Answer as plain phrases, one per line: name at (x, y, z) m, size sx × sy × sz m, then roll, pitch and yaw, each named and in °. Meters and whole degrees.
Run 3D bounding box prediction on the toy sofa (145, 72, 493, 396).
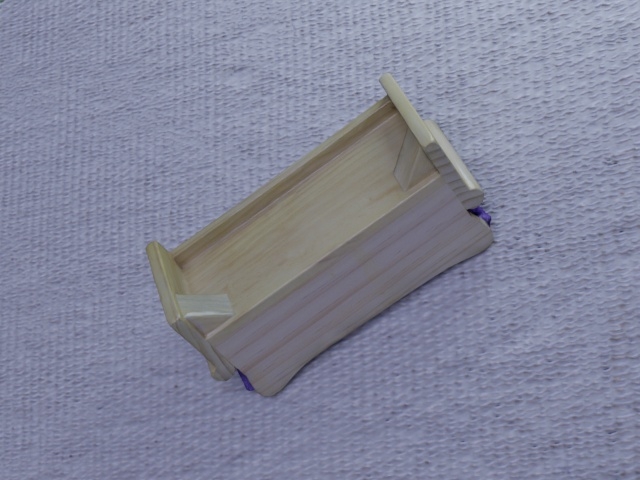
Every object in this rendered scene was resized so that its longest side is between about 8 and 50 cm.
toy sofa at (0.000, 0.000, 1.374) m, size 0.362 × 0.177 × 0.150 m, roll -36°, pitch 41°, yaw 8°
